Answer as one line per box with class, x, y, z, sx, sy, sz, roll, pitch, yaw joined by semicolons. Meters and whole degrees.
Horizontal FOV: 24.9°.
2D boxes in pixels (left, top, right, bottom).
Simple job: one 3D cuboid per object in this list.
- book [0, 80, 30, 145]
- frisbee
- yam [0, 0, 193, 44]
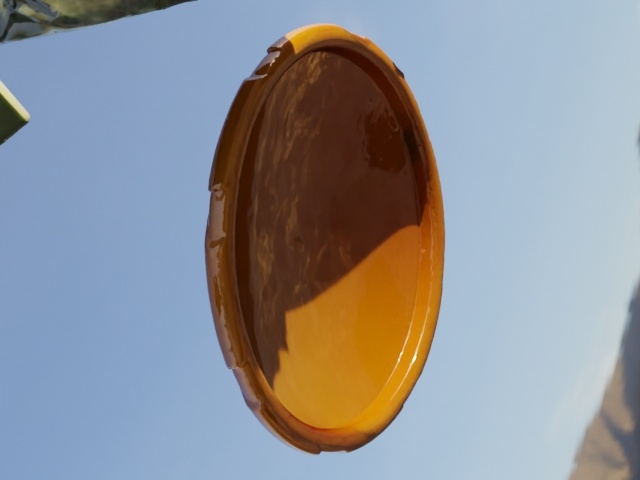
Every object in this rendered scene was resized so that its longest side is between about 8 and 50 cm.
book;-0.376;-0.081;1.047;0.264;0.202;0.027;-38;14;7
frisbee;0.000;0.000;0.650;0.192;0.035;0.192;3;-94;-58
yam;-0.138;-0.209;0.522;0.202;0.201;0.271;-53;-49;-71
